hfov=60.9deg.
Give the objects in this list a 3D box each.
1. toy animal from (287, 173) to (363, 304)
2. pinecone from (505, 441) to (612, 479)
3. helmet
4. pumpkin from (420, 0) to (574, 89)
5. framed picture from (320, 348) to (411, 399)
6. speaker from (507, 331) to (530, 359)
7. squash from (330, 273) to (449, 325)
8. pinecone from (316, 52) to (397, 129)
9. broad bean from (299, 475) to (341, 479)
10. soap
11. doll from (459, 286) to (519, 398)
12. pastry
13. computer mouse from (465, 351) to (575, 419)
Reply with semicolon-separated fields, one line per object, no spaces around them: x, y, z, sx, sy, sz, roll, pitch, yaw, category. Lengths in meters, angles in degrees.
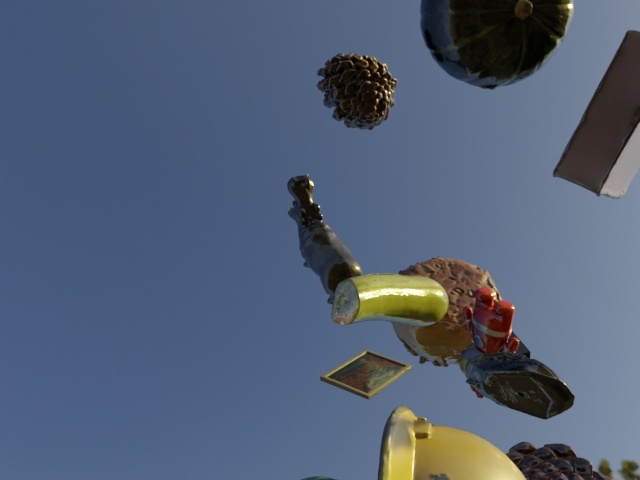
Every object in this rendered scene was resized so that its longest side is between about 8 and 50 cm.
-0.005;0.003;1.417;0.106;0.343;0.168;-21;-20;-21;toy animal
0.269;0.359;0.659;0.208;0.207;0.207;-9;-61;-17;pinecone
0.133;0.258;0.486;0.140;0.205;0.257;0;-31;13;helmet
0.371;-0.488;1.156;0.324;0.241;0.323;-1;-71;-4;pumpkin
0.145;0.414;1.705;0.250;0.184;0.016;-17;-68;-47;framed picture
0.473;0.249;1.407;0.046;0.191;0.040;-11;-63;-7;speaker
0.111;0.090;0.830;0.250;0.083;0.083;8;-66;-46;squash
0.088;-0.377;1.377;0.179;0.205;0.184;-16;-55;-39;pinecone
-0.020;0.257;0.491;0.048;0.070;0.214;-48;-28;17;broad bean
0.612;-0.231;1.093;0.285;0.107;0.296;2;-63;-53;soap
0.326;0.214;1.075;0.076;0.142;0.244;-9;-62;-24;doll
0.308;0.185;1.360;0.285;0.315;0.184;8;-54;9;pastry
0.344;0.242;0.940;0.062;0.192;0.105;-41;-64;-34;computer mouse
